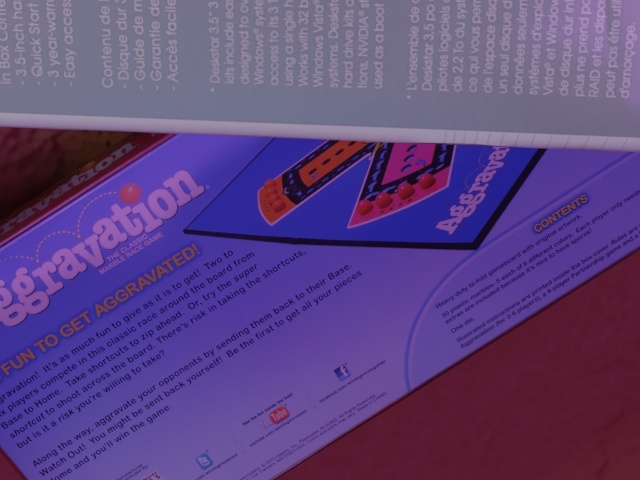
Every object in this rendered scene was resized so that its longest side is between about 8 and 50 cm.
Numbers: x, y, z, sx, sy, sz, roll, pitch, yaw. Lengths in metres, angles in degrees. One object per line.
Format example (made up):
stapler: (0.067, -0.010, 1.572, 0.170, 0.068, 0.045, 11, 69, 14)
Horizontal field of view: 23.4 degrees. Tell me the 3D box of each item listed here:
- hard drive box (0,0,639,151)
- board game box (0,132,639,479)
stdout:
hard drive box: (-0.024, -0.098, 0.436, 0.232, 0.181, 0.089, 3, 112, 6)
board game box: (0.000, 0.000, 0.572, 0.281, 0.027, 0.145, -32, 118, 0)
